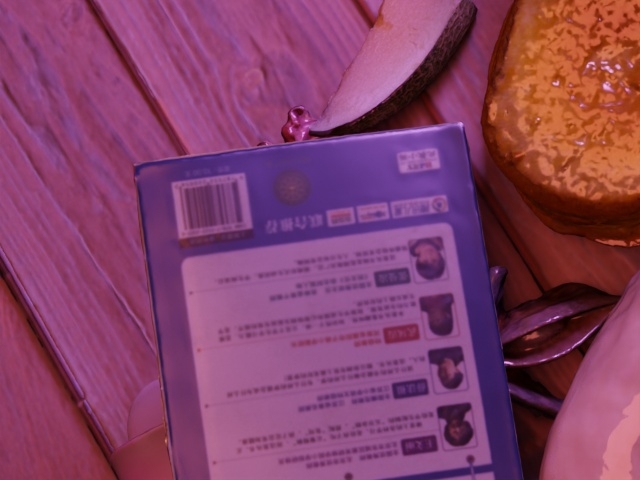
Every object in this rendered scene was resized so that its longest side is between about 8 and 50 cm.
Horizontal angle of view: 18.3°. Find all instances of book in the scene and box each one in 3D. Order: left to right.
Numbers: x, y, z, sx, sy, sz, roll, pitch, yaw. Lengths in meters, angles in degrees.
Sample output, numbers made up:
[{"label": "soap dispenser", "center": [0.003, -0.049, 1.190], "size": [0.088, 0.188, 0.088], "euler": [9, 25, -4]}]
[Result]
[{"label": "book", "center": [0.012, 0.122, 1.691], "size": [0.300, 0.039, 0.428], "euler": [-7, 78, -3]}]

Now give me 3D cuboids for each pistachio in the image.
[{"label": "pistachio", "center": [0.278, 0.171, 1.686], "size": [0.187, 0.187, 0.299], "euler": [16, 86, 22]}]

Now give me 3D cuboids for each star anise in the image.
[{"label": "star anise", "center": [0.134, 0.130, 1.784], "size": [0.198, 0.110, 0.257], "euler": [23, 102, 6]}]

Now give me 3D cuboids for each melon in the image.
[{"label": "melon", "center": [0.065, -0.162, 1.841], "size": [0.098, 0.054, 0.182], "euler": [24, 80, 31]}]

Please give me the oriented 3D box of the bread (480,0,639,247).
[{"label": "bread", "center": [0.258, -0.129, 1.729], "size": [0.268, 0.146, 0.268], "euler": [-1, 87, 18]}]

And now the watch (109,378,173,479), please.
[{"label": "watch", "center": [-0.105, 0.207, 1.810], "size": [0.248, 0.217, 0.211], "euler": [-23, 78, 18]}]

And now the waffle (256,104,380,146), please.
[{"label": "waffle", "center": [0.000, 0.000, 1.870], "size": [0.221, 0.055, 0.234], "euler": [38, 101, 20]}]
